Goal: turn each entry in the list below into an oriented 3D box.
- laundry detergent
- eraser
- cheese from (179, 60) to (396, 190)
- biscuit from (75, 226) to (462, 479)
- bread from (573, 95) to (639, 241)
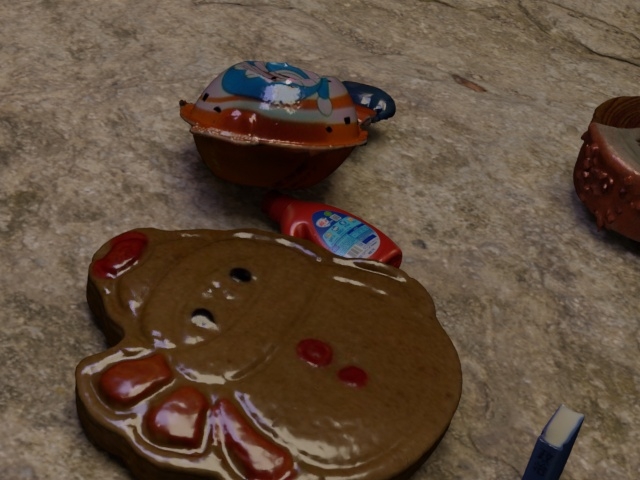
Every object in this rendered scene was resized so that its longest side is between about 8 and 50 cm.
[{"bbox_3d":[0.000,0.000,1.637,0.165,0.049,0.097,32,50,25],"label":"laundry detergent"},{"bbox_3d":[0.210,0.201,1.420,0.027,0.084,0.063,26,38,16],"label":"eraser"},{"bbox_3d":[-0.030,-0.134,1.722,0.217,0.129,0.329,16,18,26],"label":"cheese"},{"bbox_3d":[-0.061,0.106,1.452,0.381,0.074,0.359,30,42,14],"label":"biscuit"},{"bbox_3d":[0.405,-0.084,1.800,0.212,0.142,0.224,21,39,2],"label":"bread"}]
